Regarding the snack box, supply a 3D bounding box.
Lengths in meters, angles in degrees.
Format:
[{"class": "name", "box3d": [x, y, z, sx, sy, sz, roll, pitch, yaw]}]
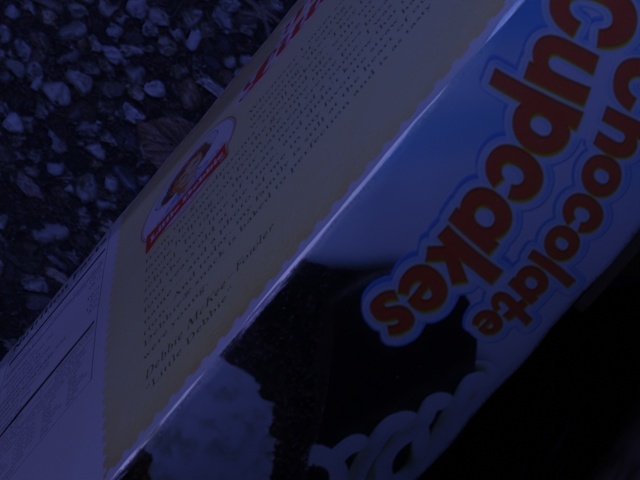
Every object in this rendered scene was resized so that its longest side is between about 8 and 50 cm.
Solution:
[{"class": "snack box", "box3d": [0.000, 0.000, 0.495, 0.322, 0.060, 0.187, -50, 16, 13]}]

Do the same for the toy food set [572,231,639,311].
[{"class": "toy food set", "box3d": [0.092, -0.024, 0.471, 0.078, 0.019, 0.122, -52, 5, 28]}]
